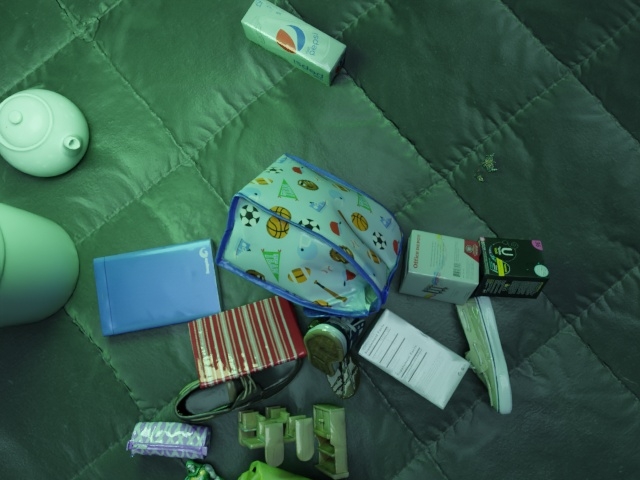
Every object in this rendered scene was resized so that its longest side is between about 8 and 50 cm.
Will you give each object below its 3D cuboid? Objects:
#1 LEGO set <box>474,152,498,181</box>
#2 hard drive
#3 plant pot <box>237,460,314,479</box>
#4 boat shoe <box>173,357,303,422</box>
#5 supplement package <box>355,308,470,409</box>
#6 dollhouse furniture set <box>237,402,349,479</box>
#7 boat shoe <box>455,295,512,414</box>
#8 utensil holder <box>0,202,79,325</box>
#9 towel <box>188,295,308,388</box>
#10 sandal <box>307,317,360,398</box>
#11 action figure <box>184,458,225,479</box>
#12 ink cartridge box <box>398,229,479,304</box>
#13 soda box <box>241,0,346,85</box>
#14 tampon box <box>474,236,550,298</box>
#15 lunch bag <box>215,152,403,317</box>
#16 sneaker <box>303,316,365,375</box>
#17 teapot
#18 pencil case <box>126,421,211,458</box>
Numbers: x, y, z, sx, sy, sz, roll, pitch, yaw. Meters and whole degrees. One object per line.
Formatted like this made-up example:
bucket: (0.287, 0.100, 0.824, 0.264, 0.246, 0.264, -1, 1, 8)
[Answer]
LEGO set: (0.457, -0.203, 1.416, 0.083, 0.023, 0.054, -42, 82, 9)
hard drive: (-0.433, 0.125, 1.377, 0.318, 0.040, 0.210, -10, 83, 0)
plant pot: (-0.080, 0.638, 1.157, 0.253, 0.276, 0.276, 32, 85, -9)
boat shoe: (-0.205, 0.372, 1.301, 0.355, 0.130, 0.132, -28, 84, -2)
supplement package: (0.226, 0.292, 1.301, 0.244, 0.139, 0.134, 33, 84, 5)
dollhouse furniture set: (-0.065, 0.499, 1.249, 0.241, 0.212, 0.161, 1, 81, -26)
boat shoe: (0.421, 0.294, 1.328, 0.094, 0.109, 0.303, -12, 73, 12)
utensil holder: (-0.807, 0.059, 1.217, 0.327, 0.385, 0.328, 0, 83, 1)
towel: (-0.183, 0.248, 1.295, 0.274, 0.031, 0.199, -15, 48, -11)
sandal: (0.033, 0.307, 1.347, 0.090, 0.060, 0.219, -30, 70, -9)
action figure: (-0.270, 0.653, 1.303, 0.137, 0.063, 0.232, -38, 88, -15)
ink cartridge box: (0.300, 0.070, 1.314, 0.176, 0.127, 0.128, 12, 59, 2)
soda box: (-0.072, -0.550, 1.421, 0.286, 0.098, 0.091, 31, 85, 3)
tampon box: (0.483, 0.071, 1.320, 0.160, 0.101, 0.121, 3, 53, 1)
lunch bag: (0.000, 0.000, 1.226, 0.385, 0.328, 0.239, 24, 123, 4)
sneaker: (0.041, 0.211, 1.206, 0.099, 0.282, 0.153, 30, 65, 12)
teapot: (-0.763, -0.299, 1.357, 0.255, 0.187, 0.253, -21, 83, -1)
pencil case: (-0.382, 0.510, 1.310, 0.205, 0.088, 0.087, 1, 85, 0)
